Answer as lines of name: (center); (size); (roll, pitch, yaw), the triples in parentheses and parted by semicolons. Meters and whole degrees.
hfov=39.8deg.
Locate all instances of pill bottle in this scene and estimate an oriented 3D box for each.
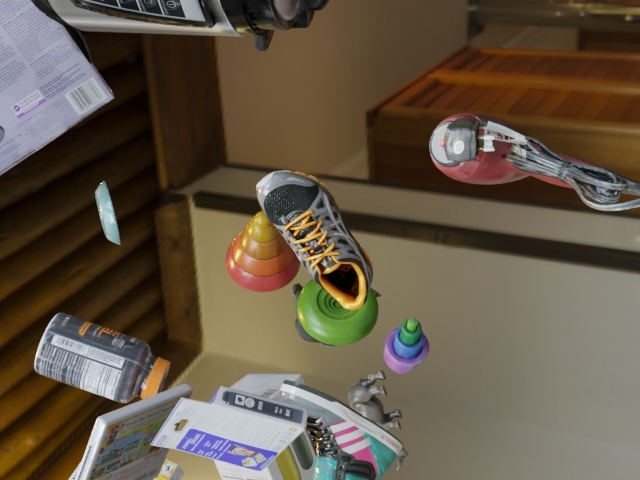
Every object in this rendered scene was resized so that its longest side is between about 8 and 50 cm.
pill bottle: (-0.427, 0.242, 1.753); (0.130, 0.245, 0.130); (-160, 90, -88)

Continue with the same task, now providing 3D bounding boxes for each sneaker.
sneaker: (0.000, 0.000, 1.097); (0.215, 0.084, 0.083); (47, -161, -25)
sneaker: (0.011, 0.417, 1.776); (0.295, 0.124, 0.178); (35, -106, -17)

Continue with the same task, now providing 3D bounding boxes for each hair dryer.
hair dryer: (0.225, -0.074, 0.957); (0.293, 0.223, 0.080); (-63, -6, -75)

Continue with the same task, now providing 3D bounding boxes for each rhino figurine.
rhino figurine: (0.141, 0.438, 2.113); (0.243, 0.106, 0.073); (68, -161, -5)

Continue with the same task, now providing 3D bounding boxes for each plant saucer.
plant saucer: (-0.386, -0.048, 1.592); (0.021, 0.119, 0.119); (-14, -62, -16)

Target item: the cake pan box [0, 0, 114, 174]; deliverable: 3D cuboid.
cake pan box: (-0.506, -0.270, 1.441); (0.267, 0.070, 0.246); (-36, -71, -4)

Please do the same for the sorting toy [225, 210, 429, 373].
sorting toy: (0.010, 0.061, 1.330); (0.127, 0.365, 0.126); (-47, -21, -29)

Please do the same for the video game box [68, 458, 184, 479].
video game box: (-0.407, 0.499, 1.767); (0.187, 0.205, 0.048); (-60, -30, -29)

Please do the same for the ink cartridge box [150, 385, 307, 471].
ink cartridge box: (-0.155, 0.309, 1.463); (0.206, 0.208, 0.045); (127, 155, -48)

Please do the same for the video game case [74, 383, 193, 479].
video game case: (-0.332, 0.364, 1.541); (0.227, 0.026, 0.206); (-11, -51, -59)

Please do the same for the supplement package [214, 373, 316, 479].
supplement package: (-0.127, 0.480, 2.109); (0.199, 0.198, 0.263); (-32, -73, -43)

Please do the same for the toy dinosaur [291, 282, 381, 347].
toy dinosaur: (0.015, 0.138, 1.648); (0.160, 0.121, 0.313); (-59, -12, 7)

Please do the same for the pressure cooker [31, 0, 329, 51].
pressure cooker: (-0.162, -0.458, 1.163); (0.370, 0.420, 0.376); (-1, -85, -81)
